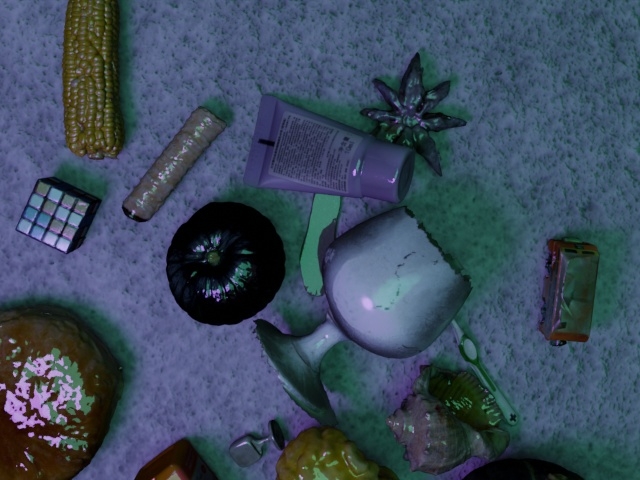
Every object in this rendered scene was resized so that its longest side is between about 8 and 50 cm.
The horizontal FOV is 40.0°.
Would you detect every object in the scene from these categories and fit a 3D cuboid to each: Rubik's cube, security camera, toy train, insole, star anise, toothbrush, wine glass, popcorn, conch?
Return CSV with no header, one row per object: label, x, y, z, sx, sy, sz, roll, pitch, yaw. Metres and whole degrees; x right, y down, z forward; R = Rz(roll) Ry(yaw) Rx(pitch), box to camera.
Rubik's cube,-0.420,-0.042,1.417,0.092,0.092,0.092,26,95,-5
security camera,-0.111,0.348,1.500,0.092,0.058,0.058,-24,97,12
toy train,0.413,0.088,1.466,0.072,0.099,0.188,4,95,-4
insole,0.000,0.000,1.481,0.063,0.010,0.192,7,97,-3
star anise,0.151,-0.194,1.442,0.180,0.061,0.205,32,93,-6
toothbrush,0.257,0.194,1.505,0.030,0.030,0.304,-33,97,1
wine glass,0.071,0.110,1.393,0.323,0.238,0.238,-39,97,11
popcorn,0.032,0.405,1.432,0.203,0.200,0.226,-10,92,6
conch,0.211,0.299,1.456,0.245,0.163,0.178,14,80,-22

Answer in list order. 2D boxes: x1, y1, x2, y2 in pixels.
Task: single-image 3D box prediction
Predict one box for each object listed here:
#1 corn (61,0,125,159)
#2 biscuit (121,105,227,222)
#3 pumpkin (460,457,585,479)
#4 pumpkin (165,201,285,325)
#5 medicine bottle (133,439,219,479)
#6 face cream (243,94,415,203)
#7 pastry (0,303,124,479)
corn,-0.358,-0.274,1.393,0.101,0.101,0.292,2,96,-3
biscuit,-0.240,-0.121,1.435,0.061,0.055,0.219,37,94,-11
pumpkin,0.336,0.515,1.436,0.323,0.241,0.324,-1,102,-5
pumpkin,-0.151,0.038,1.410,0.201,0.140,0.202,-3,76,14
medicine bottle,-0.206,0.457,1.452,0.112,0.149,0.222,-36,97,1
face cream,0.010,-0.132,1.415,0.273,0.096,0.154,16,100,19
pastry,-0.484,0.257,1.425,0.329,0.136,0.330,0,97,-1
